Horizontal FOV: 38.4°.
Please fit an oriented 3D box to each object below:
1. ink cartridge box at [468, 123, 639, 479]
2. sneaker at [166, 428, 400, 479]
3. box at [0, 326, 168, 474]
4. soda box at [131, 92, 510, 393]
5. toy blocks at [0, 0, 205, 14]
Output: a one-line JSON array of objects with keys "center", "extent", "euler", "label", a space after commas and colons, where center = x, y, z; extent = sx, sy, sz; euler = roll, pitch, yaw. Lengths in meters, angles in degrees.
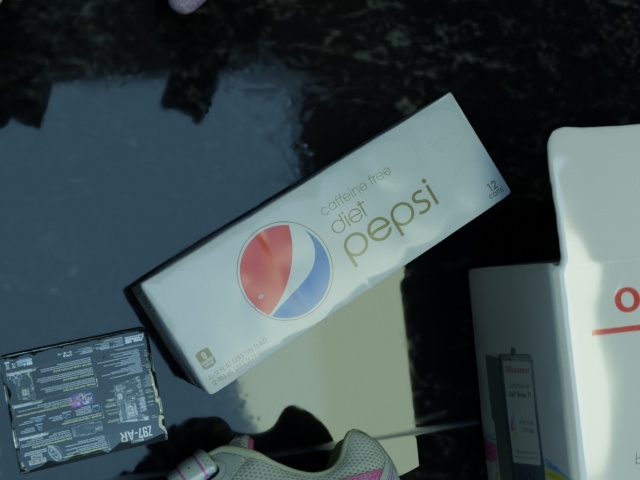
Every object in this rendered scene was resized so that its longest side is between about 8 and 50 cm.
[{"center": [0.215, 0.109, 0.570], "extent": [0.207, 0.119, 0.353], "euler": [-4, 88, -16], "label": "ink cartridge box"}, {"center": [-0.062, 0.168, 0.503], "extent": [0.252, 0.103, 0.111], "euler": [-8, 71, -12], "label": "sneaker"}, {"center": [-0.134, 0.090, 0.524], "extent": [0.083, 0.018, 0.067], "euler": [-12, 89, -17], "label": "box"}, {"center": [0.000, 0.000, 0.544], "extent": [0.216, 0.069, 0.074], "euler": [-33, 95, -17], "label": "soda box"}, {"center": [-0.142, -0.149, 0.403], "extent": [0.309, 0.288, 0.260], "euler": [23, 74, -15], "label": "toy blocks"}]
